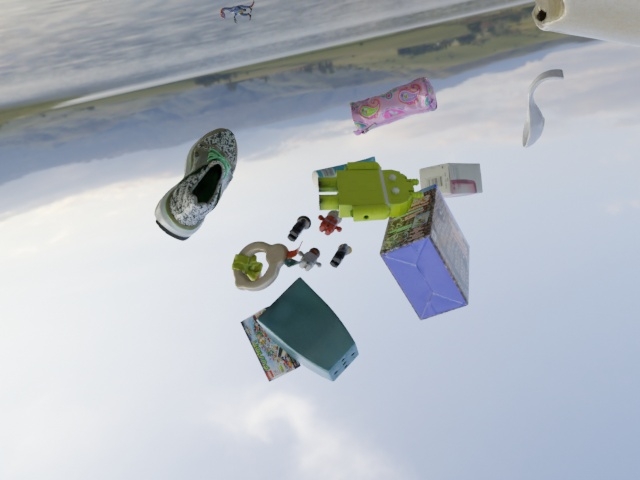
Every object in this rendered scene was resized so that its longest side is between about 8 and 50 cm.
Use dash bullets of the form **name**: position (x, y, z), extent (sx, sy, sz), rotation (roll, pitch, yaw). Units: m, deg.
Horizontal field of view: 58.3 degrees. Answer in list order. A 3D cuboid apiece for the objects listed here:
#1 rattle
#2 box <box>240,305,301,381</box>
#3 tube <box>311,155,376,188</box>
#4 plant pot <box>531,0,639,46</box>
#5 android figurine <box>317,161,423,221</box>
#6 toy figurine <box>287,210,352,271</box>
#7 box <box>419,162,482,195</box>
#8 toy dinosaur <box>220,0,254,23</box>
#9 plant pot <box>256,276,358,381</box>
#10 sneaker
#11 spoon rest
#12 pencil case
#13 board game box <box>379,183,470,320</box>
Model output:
- **rattle**: position (-0.104, 0.069, 1.402), extent (0.199, 0.143, 0.130), rotation (-22, -135, 14)
- **box**: position (-0.155, 0.317, 1.765), extent (0.114, 0.207, 0.036), rotation (-32, 171, 27)
- **tube**: position (0.078, -0.194, 1.674), extent (0.207, 0.080, 0.052), rotation (-12, -176, -22)
- **plant pot**: position (0.526, -0.454, 0.932), extent (0.305, 0.334, 0.334), rotation (3, -160, 1)
- **android figurine**: position (0.129, -0.128, 1.503), extent (0.273, 0.056, 0.248), rotation (-1, -142, 1)
- **toy figurine**: position (0.000, 0.000, 2.178), extent (0.213, 0.209, 0.148), rotation (-12, -159, 25)
- **box**: position (0.534, -0.242, 2.342), extent (0.232, 0.127, 0.148), rotation (-6, 179, -43)
- **toy dinosaur**: position (-0.229, -0.623, 1.562), extent (0.082, 0.047, 0.090), rotation (12, -131, -6)
- **plant pot**: position (-0.018, 0.254, 1.548), extent (0.234, 0.166, 0.165), rotation (39, -106, 25)
- **sneaker**: position (-0.302, -0.184, 1.615), extent (0.182, 0.158, 0.410), rotation (-27, -146, 42)
- **spoon rest**: position (0.702, -0.429, 1.875), extent (0.084, 0.276, 0.137), rotation (12, -136, 5)
- **pencil case**: position (0.234, -0.434, 1.874), extent (0.284, 0.124, 0.124), rotation (-16, -164, 23)
- **board game box**: position (0.292, 0.026, 1.558), extent (0.141, 0.232, 0.291), rotation (-23, -157, 26)
